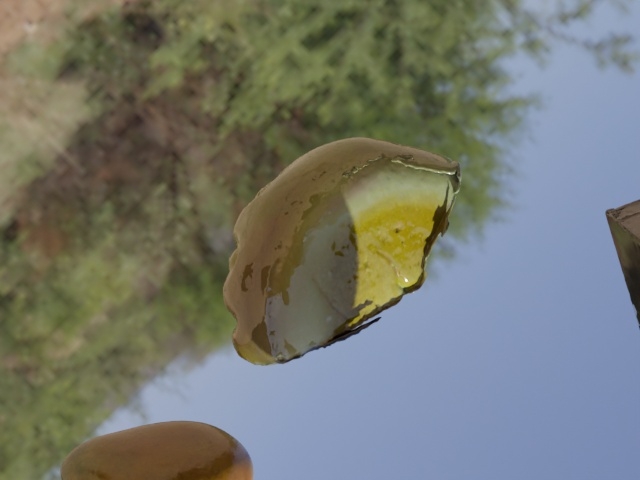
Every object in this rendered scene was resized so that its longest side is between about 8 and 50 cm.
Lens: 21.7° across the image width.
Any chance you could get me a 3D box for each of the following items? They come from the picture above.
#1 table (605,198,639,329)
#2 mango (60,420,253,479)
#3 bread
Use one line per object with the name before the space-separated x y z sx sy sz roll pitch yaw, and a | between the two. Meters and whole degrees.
table | 0.376 0.038 1.396 0.193 0.172 0.169 -22 -162 -4
mango | -0.187 0.276 1.919 0.151 0.221 0.120 -115 -155 -65
bread | 0.007 -0.012 1.570 0.260 0.156 0.158 -30 -156 -19
